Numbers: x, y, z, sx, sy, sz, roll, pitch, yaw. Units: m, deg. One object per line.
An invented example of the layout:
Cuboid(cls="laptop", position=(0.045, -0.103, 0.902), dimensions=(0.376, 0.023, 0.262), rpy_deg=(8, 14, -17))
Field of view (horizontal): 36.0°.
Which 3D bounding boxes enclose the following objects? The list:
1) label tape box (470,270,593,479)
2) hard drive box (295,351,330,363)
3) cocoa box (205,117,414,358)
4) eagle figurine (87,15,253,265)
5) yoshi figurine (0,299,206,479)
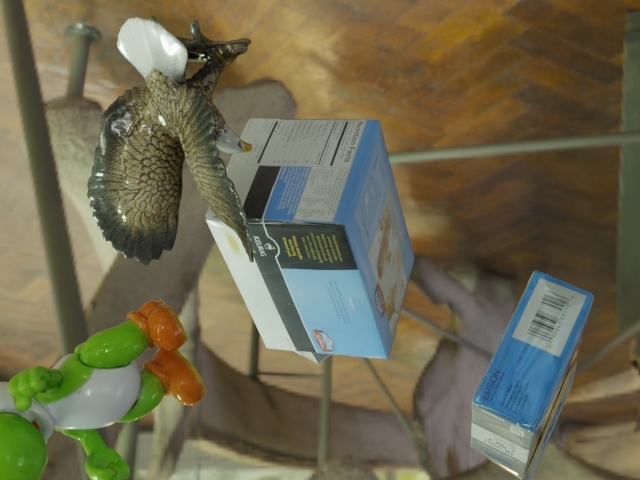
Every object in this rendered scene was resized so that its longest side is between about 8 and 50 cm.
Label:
Cuboid(cls="label tape box", position=(0.333, 0.235, 1.578), dimensions=(0.106, 0.240, 0.333), rpy_deg=(22, 157, 19))
Cuboid(cls="hard drive box", position=(0.027, 0.151, 2.167), dimensions=(0.089, 0.232, 0.181), rpy_deg=(60, 163, -19))
Cuboid(cls="cocoa box", position=(0.000, 0.000, 1.596), dimensions=(0.228, 0.231, 0.347), rpy_deg=(3, 141, 20))
Cuboid(cls="eagle figurine", position=(-0.174, -0.125, 1.277), dimensions=(0.225, 0.298, 0.226), rpy_deg=(12, 167, -12))
Cuboid(cls="yoshi figurine", position=(-0.328, 0.229, 1.282), dimensions=(0.362, 0.203, 0.203), rpy_deg=(-26, 167, -19))
